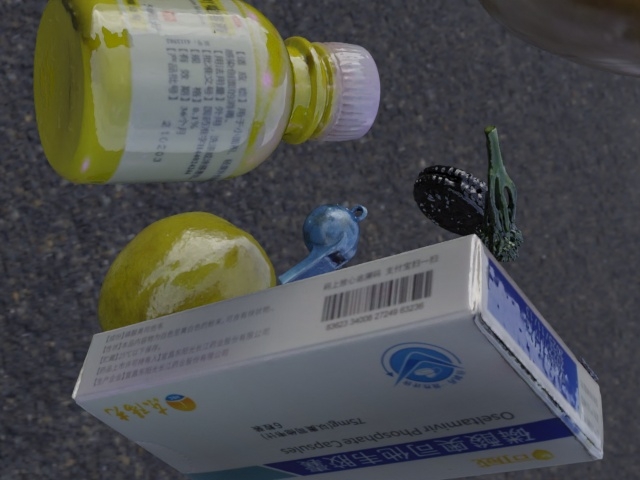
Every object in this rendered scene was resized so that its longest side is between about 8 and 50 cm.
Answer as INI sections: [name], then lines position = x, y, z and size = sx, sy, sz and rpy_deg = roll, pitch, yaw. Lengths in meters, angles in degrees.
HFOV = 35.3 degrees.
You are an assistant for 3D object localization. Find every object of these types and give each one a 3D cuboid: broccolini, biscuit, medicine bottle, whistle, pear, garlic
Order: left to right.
[pear]
position = -0.124, 0.052, 0.929
size = 0.162, 0.149, 0.148
rpy_deg = -40, 117, -9
[medicine bottle]
position = -0.066, -0.099, 0.654
size = 0.213, 0.122, 0.121
rpy_deg = -4, 83, -31
[whistle]
position = 0.000, 0.000, 1.425
size = 0.090, 0.158, 0.090
rpy_deg = 55, 5, -7
[biscuit]
position = 0.260, -0.071, 1.904
size = 0.194, 0.195, 0.053
rpy_deg = 45, 65, -34
[broccolini]
position = 0.255, -0.061, 1.403
size = 0.091, 0.068, 0.202
rpy_deg = -62, 155, -53
[garlic]
position = 0.183, -0.188, 0.679
size = 0.112, 0.318, 0.143
rpy_deg = -5, 118, -37

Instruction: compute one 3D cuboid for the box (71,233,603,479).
[box]
position = 0.009, 0.113, 0.746
size = 0.200, 0.344, 0.065
rpy_deg = 46, 41, -37
